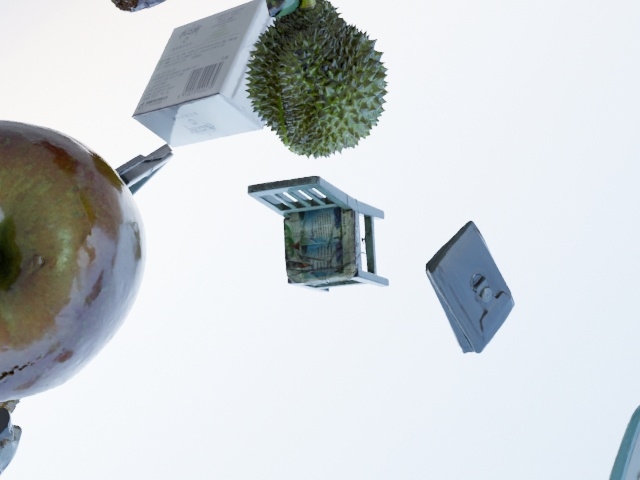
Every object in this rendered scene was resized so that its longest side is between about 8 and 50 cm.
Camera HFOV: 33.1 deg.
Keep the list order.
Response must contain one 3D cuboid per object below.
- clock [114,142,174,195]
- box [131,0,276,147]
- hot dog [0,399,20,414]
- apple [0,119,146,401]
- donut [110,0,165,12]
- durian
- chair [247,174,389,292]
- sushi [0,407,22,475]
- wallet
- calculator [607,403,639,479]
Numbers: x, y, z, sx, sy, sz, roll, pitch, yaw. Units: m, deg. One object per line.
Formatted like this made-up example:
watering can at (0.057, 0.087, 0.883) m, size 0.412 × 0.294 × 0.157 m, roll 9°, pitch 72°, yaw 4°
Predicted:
clock at (-0.395, -0.058, 1.896) m, size 0.279 × 0.049 × 0.273 m, roll -41°, pitch -175°, yaw 19°
box at (-0.172, -0.272, 1.780) m, size 0.260 × 0.111 × 0.194 m, roll -5°, pitch -124°, yaw 51°
hot dog at (-0.520, 0.196, 1.966) m, size 0.289 × 0.068 × 0.083 m, roll -58°, pitch -156°, yaw 6°
apple at (-0.419, 0.031, 1.416) m, size 0.384 × 0.374 × 0.374 m, roll -42°, pitch -157°, yaw -11°
donut at (-0.174, -0.397, 1.422) m, size 0.151 × 0.112 × 0.295 m, roll -8°, pitch 165°, yaw -42°
durian at (-0.005, -0.191, 1.253) m, size 0.146 × 0.198 × 0.159 m, roll -14°, pitch 162°, yaw -37°
chair at (0.000, 0.000, 1.776) m, size 0.136 × 0.270 × 0.147 m, roll -7°, pitch -103°, yaw 25°
sushi at (-0.265, 0.178, 0.860) m, size 0.044 × 0.046 × 0.083 m, roll 13°, pitch -136°, yaw 19°
wallet at (0.305, 0.096, 2.171) m, size 0.168 × 0.245 × 0.052 m, roll -44°, pitch -148°, yaw -24°
calculator at (0.462, 0.361, 1.425) m, size 0.054 × 0.256 × 0.386 m, roll 27°, pitch -70°, yaw 56°
